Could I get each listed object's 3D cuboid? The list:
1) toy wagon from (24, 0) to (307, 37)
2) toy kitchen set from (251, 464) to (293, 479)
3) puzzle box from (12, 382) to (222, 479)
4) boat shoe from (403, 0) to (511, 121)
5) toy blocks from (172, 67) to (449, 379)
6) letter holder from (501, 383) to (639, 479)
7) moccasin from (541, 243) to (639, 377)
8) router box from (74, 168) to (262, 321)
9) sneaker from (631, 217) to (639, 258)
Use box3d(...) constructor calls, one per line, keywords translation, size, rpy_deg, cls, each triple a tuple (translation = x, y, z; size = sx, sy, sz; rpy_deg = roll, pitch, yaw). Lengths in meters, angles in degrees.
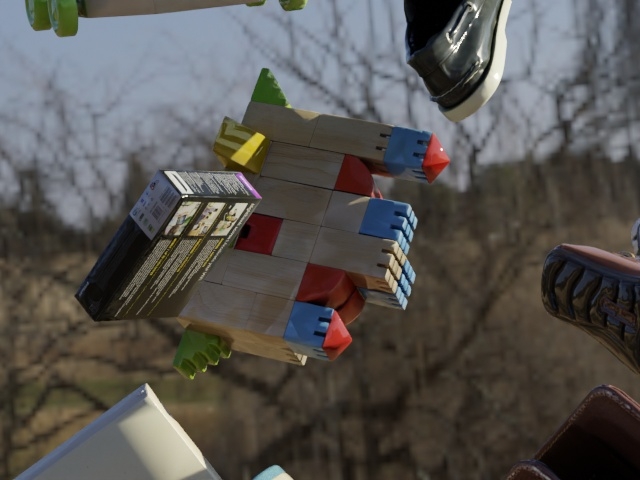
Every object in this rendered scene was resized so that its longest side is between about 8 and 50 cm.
box3d(translation=(-0.181, -0.272, 1.785), size=(0.267, 0.068, 0.344), rpy_deg=(-9, 13, -21), cls="toy wagon")
box3d(translation=(-0.098, 0.229, 1.068), size=(0.166, 0.122, 0.207), rpy_deg=(-38, -16, -37), cls="toy kitchen set")
box3d(translation=(-0.280, 0.385, 1.865), size=(0.409, 0.272, 0.052), rpy_deg=(-36, 16, 0), cls="puzzle box")
box3d(translation=(0.149, -0.285, 1.965), size=(0.113, 0.340, 0.127), rpy_deg=(37, -48, -25), cls="boat shoe")
box3d(translation=(0.000, 0.000, 1.963), size=(0.260, 0.381, 0.191), rpy_deg=(12, -20, 21), cls="toy blocks")
box3d(translation=(0.238, 0.286, 1.216), size=(0.152, 0.302, 0.214), rpy_deg=(-34, -17, -37), cls="letter holder")
box3d(translation=(0.408, 0.099, 1.925), size=(0.147, 0.139, 0.380), rpy_deg=(-2, 12, -25), cls="moccasin")
box3d(translation=(-0.159, 0.007, 1.731), size=(0.133, 0.046, 0.179), rpy_deg=(1, -48, -54), cls="router box")
box3d(translation=(0.479, 0.056, 2.238), size=(0.078, 0.234, 0.106), rpy_deg=(-7, -22, -8), cls="sneaker")
